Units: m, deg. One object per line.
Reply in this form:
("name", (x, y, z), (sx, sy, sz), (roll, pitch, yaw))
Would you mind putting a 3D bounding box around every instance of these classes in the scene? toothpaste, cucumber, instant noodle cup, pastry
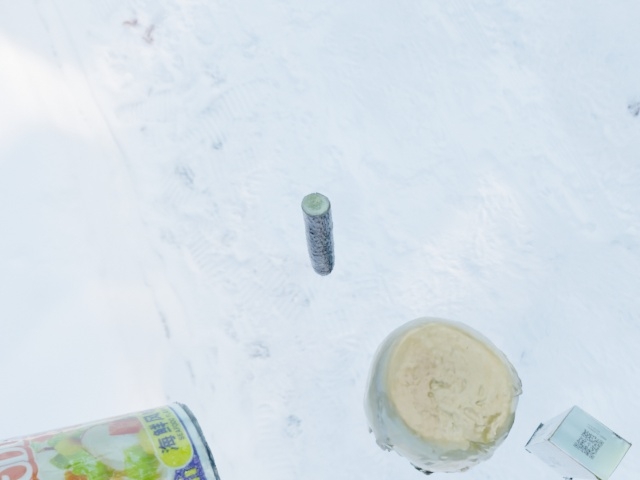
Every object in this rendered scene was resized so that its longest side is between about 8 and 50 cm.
("toothpaste", (0.379, 0.313, 0.866), (0.089, 0.313, 0.071), (35, 80, 23))
("cucumber", (0.000, 0.000, 0.614), (0.032, 0.133, 0.032), (-2, 57, 4))
("instant noodle cup", (-0.276, 0.315, 0.603), (0.284, 0.313, 0.284), (26, 121, 52))
("pastry", (0.196, 0.254, 0.937), (0.265, 0.133, 0.264), (3, 63, -6))
